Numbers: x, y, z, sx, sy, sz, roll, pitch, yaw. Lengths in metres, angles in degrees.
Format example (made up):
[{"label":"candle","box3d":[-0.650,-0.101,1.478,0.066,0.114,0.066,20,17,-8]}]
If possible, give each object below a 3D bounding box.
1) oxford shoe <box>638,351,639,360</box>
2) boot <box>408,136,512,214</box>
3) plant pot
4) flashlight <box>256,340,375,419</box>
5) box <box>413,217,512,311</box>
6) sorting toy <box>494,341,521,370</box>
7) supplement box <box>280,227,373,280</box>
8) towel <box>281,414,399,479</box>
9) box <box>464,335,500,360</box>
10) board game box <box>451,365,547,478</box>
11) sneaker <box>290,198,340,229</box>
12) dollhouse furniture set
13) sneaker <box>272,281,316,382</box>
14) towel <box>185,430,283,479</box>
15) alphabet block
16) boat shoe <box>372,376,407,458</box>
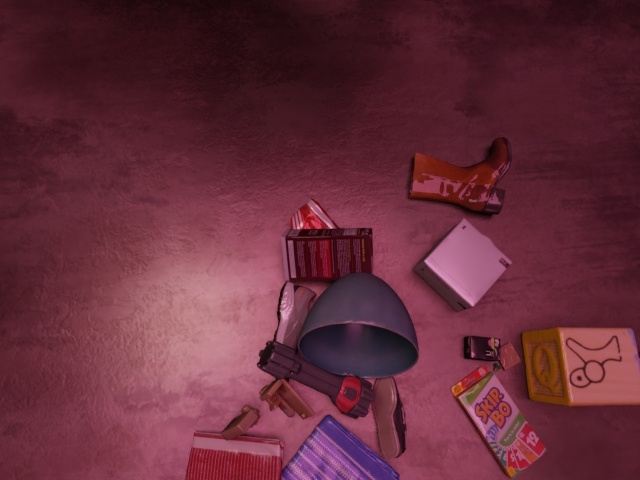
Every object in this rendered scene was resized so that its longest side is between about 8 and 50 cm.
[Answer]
[{"label":"oxford shoe","box3d":[0.942,0.357,1.228,0.271,0.097,0.098,-1,80,-5]},{"label":"boot","box3d":[0.425,-0.223,1.373,0.280,0.096,0.264,14,81,7]},{"label":"plant pot","box3d":[0.100,0.199,1.133,0.290,0.290,0.195,10,50,-1]},{"label":"flashlight","box3d":[-0.011,0.340,1.102,0.304,0.103,0.103,30,113,-17]},{"label":"box","box3d":[0.394,0.071,1.252,0.182,0.119,0.181,-43,81,-14]},{"label":"sorting toy","box3d":[0.510,0.328,1.243,0.083,0.012,0.062,-24,82,-14]},{"label":"supplement box","box3d":[0.021,0.037,1.202,0.239,0.073,0.130,0,109,9]},{"label":"towel","box3d":[0.006,0.634,1.084,0.243,0.040,0.336,36,74,17]},{"label":"box","box3d":[0.443,0.297,1.226,0.083,0.052,0.062,7,72,-2]},{"label":"board game box","box3d":[0.471,0.476,1.189,0.124,0.039,0.259,-30,76,-13]},{"label":"sneaker","box3d":[0.000,0.000,1.278,0.128,0.087,0.221,-39,84,7]},{"label":"dollhouse furniture set","box3d":[-0.129,0.448,1.093,0.123,0.144,0.151,47,45,0]},{"label":"sneaker","box3d":[-0.071,0.247,1.179,0.108,0.100,0.271,11,74,-8]},{"label":"towel","box3d":[-0.219,0.644,1.067,0.237,0.037,0.329,3,70,6]},{"label":"alphabet block","box3d":[0.673,0.326,1.163,0.197,0.193,0.192,2,73,-4]},{"label":"boat shoe","box3d":[0.187,0.455,1.169,0.065,0.075,0.206,19,60,-44]}]
